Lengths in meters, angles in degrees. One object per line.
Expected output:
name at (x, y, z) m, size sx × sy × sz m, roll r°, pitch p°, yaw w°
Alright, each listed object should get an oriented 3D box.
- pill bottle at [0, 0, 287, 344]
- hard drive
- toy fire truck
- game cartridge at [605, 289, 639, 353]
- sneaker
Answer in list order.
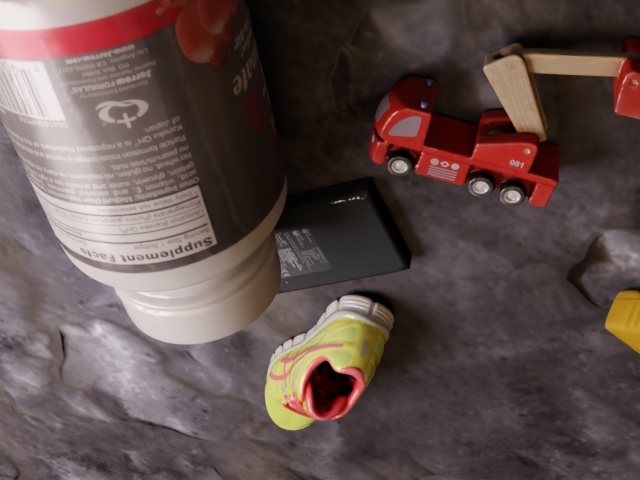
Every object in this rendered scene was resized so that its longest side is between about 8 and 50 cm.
pill bottle at (-0.120, -0.077, 0.639) m, size 0.176 × 0.176 × 0.318 m, roll 1°, pitch 134°, yaw 14°
hard drive at (0.000, 0.000, 0.792) m, size 0.135 × 0.022 × 0.094 m, roll -12°, pitch 129°, yaw 25°
toy fire truck at (0.139, -0.091, 0.647) m, size 0.192 × 0.047 × 0.135 m, roll 15°, pitch 135°, yaw 1°
game cartridge at (0.419, 0.119, 0.672) m, size 0.285 × 0.052 × 0.324 m, roll 34°, pitch 166°, yaw -18°
sneaker at (-0.005, 0.139, 0.880) m, size 0.082 × 0.094 × 0.208 m, roll 23°, pitch 136°, yaw -10°
